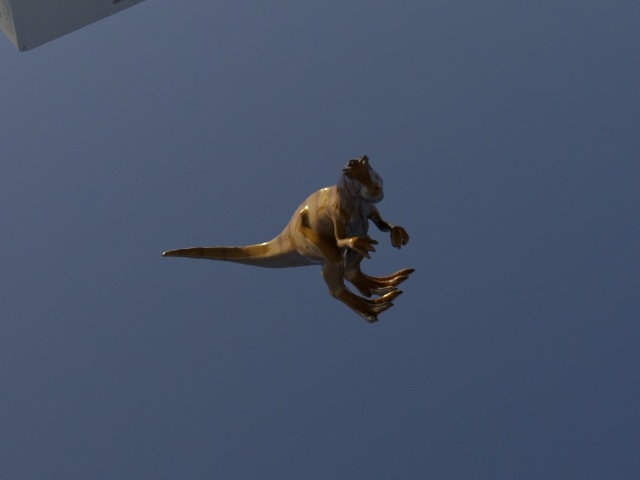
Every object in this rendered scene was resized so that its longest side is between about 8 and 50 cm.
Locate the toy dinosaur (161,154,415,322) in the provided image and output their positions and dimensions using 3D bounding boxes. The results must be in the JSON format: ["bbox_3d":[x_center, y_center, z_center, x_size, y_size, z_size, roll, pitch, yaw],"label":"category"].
[{"bbox_3d":[0.000,0.000,0.965,0.112,0.211,0.064,49,-127,-7],"label":"toy dinosaur"}]

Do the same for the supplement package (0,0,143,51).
[{"bbox_3d":[-0.197,-0.309,1.062,0.199,0.198,0.262,-28,-125,-24],"label":"supplement package"}]
